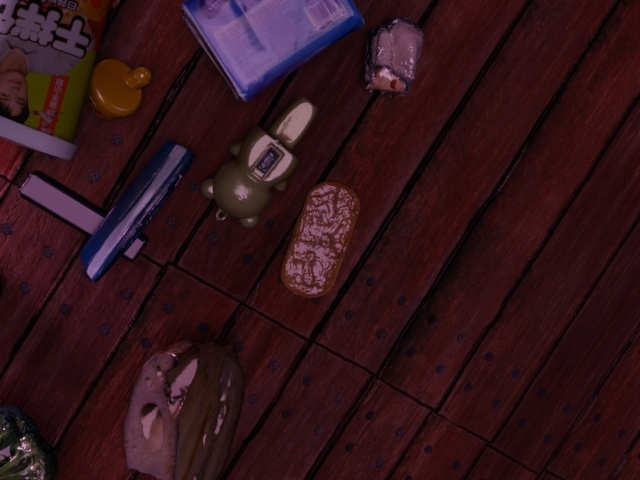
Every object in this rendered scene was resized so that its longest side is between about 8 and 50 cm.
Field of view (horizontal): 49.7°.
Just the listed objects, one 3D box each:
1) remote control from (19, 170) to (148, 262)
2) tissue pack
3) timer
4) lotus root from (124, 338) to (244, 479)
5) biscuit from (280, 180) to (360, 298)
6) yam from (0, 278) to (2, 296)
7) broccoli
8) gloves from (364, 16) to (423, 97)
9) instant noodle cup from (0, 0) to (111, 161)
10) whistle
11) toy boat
[{"bbox_3d":[-0.444,-0.044,1.303,0.245,0.025,0.063,33,88,-16],"label":"remote control"},{"bbox_3d":[-0.087,-0.400,1.248,0.263,0.146,0.198,-34,104,-3],"label":"tissue pack"},{"bbox_3d":[-0.363,-0.273,1.233,0.107,0.109,0.107,16,69,-47],"label":"timer"},{"bbox_3d":[-0.272,0.335,1.361,0.210,0.142,0.314,10,95,-51],"label":"lotus root"},{"bbox_3d":[0.000,0.000,1.402,0.118,0.029,0.247,18,96,-14],"label":"biscuit"},{"bbox_3d":[-0.710,0.012,1.208,0.330,0.133,0.133,42,90,-19],"label":"yam"},{"bbox_3d":[-0.619,0.422,1.239,0.294,0.245,0.265,-8,103,19],"label":"broccoli"},{"bbox_3d":[0.137,-0.359,1.344,0.114,0.070,0.153,12,91,-6],"label":"gloves"},{"bbox_3d":[-0.490,-0.319,1.123,0.293,0.294,0.308,20,88,-15],"label":"instant noodle cup"},{"bbox_3d":[-0.108,-0.150,1.311,0.131,0.106,0.288,38,92,-13],"label":"whistle"},{"bbox_3d":[-0.343,-0.056,1.278,0.061,0.096,0.299,37,82,-7],"label":"toy boat"}]
